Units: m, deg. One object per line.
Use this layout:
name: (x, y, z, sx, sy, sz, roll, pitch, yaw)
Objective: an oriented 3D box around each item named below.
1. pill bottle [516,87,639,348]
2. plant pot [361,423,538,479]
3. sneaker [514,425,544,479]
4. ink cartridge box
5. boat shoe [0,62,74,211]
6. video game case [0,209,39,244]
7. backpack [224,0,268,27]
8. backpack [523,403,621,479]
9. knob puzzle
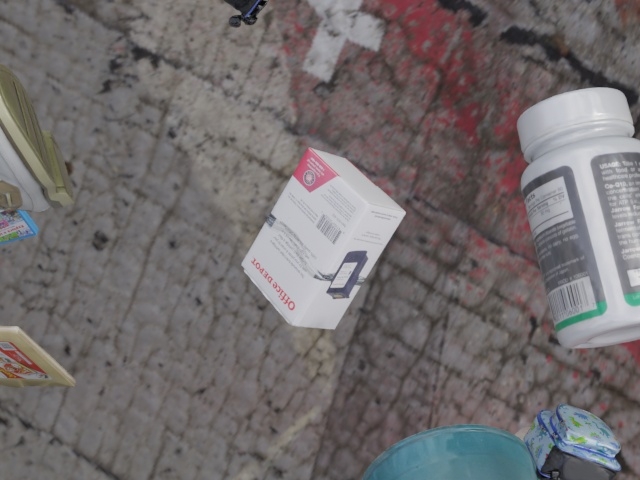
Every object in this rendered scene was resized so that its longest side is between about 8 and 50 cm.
pill bottle: (0.419, -0.033, 1.566, 0.204, 0.204, 0.361, -17, 73, 27)
plant pot: (0.207, 0.448, 1.477, 0.271, 0.255, 0.272, -5, 131, -5)
sneaker: (0.399, 0.466, 1.745, 0.121, 0.108, 0.302, 9, 116, 61)
ink cartridge box: (0.000, 0.000, 1.668, 0.172, 0.100, 0.237, 46, 113, 39)
boat shoe: (-0.341, -0.089, 1.104, 0.103, 0.302, 0.113, -16, 74, -7)
video game case: (-0.484, -0.058, 1.441, 0.119, 0.015, 0.166, -14, 128, 17)
backpack: (-0.100, -0.554, 1.796, 0.213, 0.263, 0.276, 40, 132, -18)
backpack: (0.323, 0.261, 1.329, 0.105, 0.114, 0.084, 21, 104, -15)
knob puzzle: (-0.447, 0.147, 1.389, 0.213, 0.030, 0.213, 6, 151, 4)
